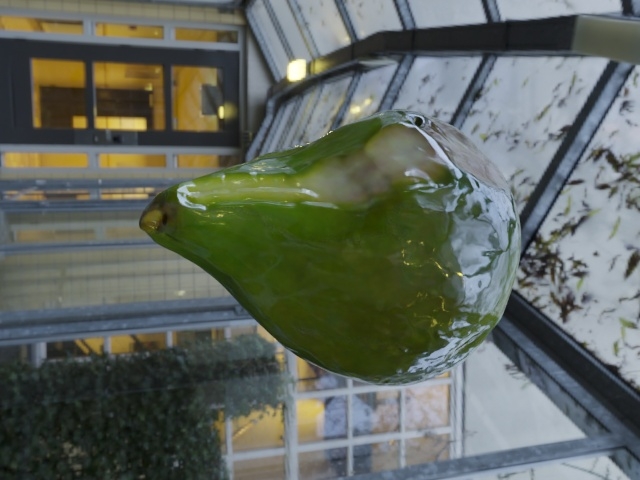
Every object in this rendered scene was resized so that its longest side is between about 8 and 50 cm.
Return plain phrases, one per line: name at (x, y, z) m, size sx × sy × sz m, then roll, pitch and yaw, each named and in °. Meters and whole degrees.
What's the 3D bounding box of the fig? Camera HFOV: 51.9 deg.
fig at (0.000, 0.000, 0.472) m, size 0.206 × 0.274 × 0.206 m, roll -13°, pitch -106°, yaw 57°
